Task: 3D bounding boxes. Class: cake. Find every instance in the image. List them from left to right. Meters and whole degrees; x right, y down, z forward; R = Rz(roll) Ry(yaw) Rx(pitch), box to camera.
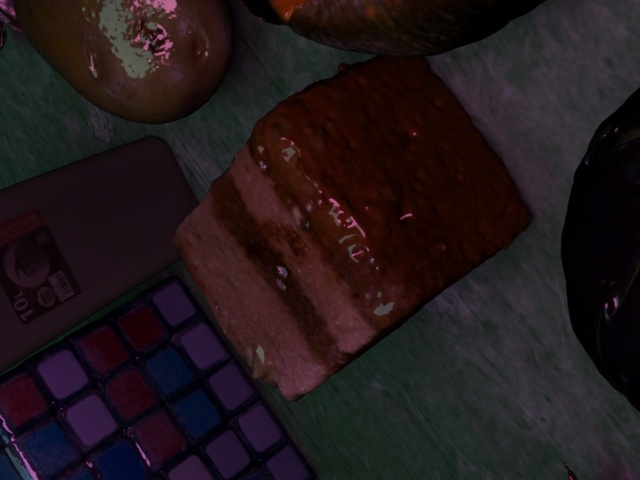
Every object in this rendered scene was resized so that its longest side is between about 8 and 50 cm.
[{"bbox_3d":[0.000,0.000,0.983,0.196,0.198,0.293,53,138,2],"label":"cake"}]

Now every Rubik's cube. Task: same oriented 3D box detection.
[{"bbox_3d":[-0.238,0.260,1.280,0.292,0.287,0.293,55,137,5],"label":"Rubik's cube"}]

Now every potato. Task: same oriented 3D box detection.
[{"bbox_3d":[-0.189,-0.208,1.066,0.251,0.159,0.174,30,107,38],"label":"potato"}]

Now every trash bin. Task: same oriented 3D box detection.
[{"bbox_3d":[-0.308,0.025,1.169,0.223,0.343,0.158,-20,100,48],"label":"trash bin"}]

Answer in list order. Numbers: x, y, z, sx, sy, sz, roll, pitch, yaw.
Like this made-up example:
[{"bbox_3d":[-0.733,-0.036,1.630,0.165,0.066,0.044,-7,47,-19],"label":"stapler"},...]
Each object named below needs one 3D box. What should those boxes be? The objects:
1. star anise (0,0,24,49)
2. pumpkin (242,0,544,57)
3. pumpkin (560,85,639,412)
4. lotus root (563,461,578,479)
[{"bbox_3d":[-0.340,-0.300,1.192,0.198,0.111,0.258,6,125,24],"label":"star anise"},{"bbox_3d":[0.051,-0.276,0.775,0.320,0.192,0.320,24,130,32],"label":"pumpkin"},{"bbox_3d":[0.296,0.018,0.677,0.295,0.296,0.296,22,126,33],"label":"pumpkin"},{"bbox_3d":[0.272,0.309,0.938,0.278,0.154,0.154,44,136,19],"label":"lotus root"}]
